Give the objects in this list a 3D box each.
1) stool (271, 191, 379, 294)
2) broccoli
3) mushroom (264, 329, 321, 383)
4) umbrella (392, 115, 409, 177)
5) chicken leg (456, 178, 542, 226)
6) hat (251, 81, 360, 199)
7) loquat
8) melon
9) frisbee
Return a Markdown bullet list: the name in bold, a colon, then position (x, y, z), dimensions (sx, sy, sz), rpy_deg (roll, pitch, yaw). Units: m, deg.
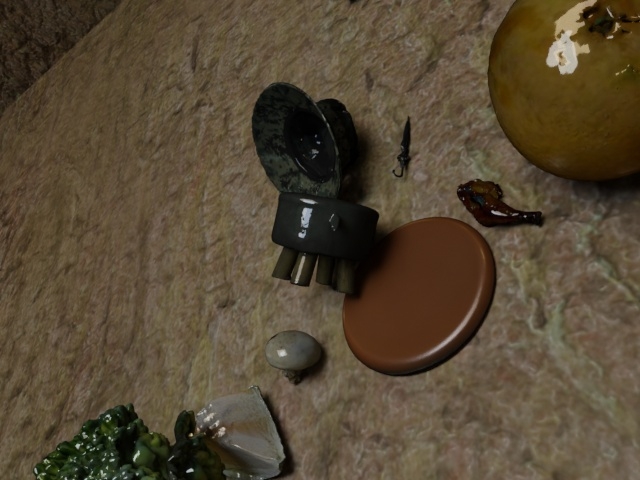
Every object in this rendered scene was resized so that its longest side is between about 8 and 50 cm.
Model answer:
- **stool**: position (0.009, 0.002, 0.990), dimensions (0.153, 0.228, 0.139), rpy_deg (12, 91, 17)
- **broccoli**: position (-0.264, 0.380, 0.826), dimensions (0.334, 0.272, 0.324), rpy_deg (8, 89, 41)
- **mushroom**: position (-0.042, 0.178, 0.962), dimensions (0.085, 0.085, 0.079), rpy_deg (29, 117, 51)
- **umbrella**: position (0.144, -0.159, 1.085), dimensions (0.022, 0.022, 0.148), rpy_deg (117, 173, -54)
- **chicken leg**: position (0.242, -0.048, 0.889), dimensions (0.062, 0.037, 0.145), rpy_deg (-35, 37, -2)
- **hat**: position (-0.002, -0.177, 1.141), dimensions (0.128, 0.265, 0.265), rpy_deg (-28, 30, -26)
- **loquat**: position (0.335, -0.200, 0.762), dimensions (0.263, 0.263, 0.263), rpy_deg (-26, 45, 29)
- **melon**: position (-0.123, 0.276, 0.947), dimensions (0.202, 0.093, 0.139), rpy_deg (-4, 50, 37)
- **frisbee**: position (0.130, 0.072, 0.913), dimensions (0.251, 0.021, 0.250), rpy_deg (-27, 43, 28)
